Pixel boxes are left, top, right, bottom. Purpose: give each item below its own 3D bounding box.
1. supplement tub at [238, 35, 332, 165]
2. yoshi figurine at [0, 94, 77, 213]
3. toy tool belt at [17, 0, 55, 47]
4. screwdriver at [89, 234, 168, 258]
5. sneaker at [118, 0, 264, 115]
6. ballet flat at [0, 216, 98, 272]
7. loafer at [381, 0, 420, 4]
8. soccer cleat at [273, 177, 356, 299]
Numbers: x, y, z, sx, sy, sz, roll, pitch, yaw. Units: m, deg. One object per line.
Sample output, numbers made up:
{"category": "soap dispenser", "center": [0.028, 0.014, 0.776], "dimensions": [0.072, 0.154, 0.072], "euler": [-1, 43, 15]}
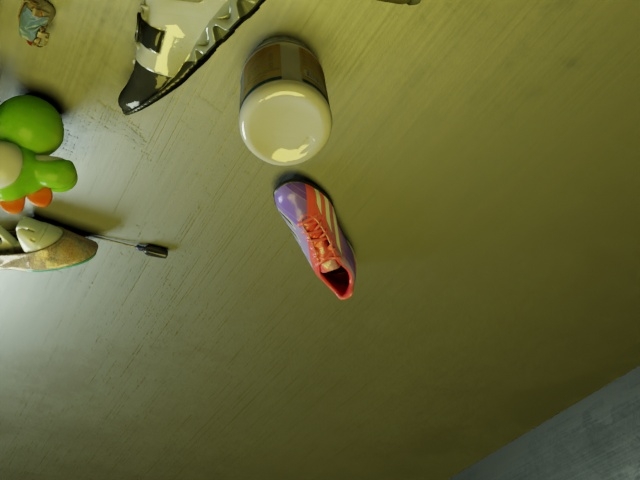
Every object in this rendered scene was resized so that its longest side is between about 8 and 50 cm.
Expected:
{"category": "supplement tub", "center": [-0.059, -0.233, 0.881], "dimensions": [0.144, 0.200, 0.144], "euler": [-3, 133, -3]}
{"category": "yoshi figurine", "center": [-0.592, -0.177, 0.893], "dimensions": [0.361, 0.204, 0.203], "euler": [8, 117, -23]}
{"category": "toy tool belt", "center": [-0.448, -0.333, 0.841], "dimensions": [0.052, 0.051, 0.083], "euler": [20, 128, -24]}
{"category": "screwdriver", "center": [-0.422, 0.009, 1.197], "dimensions": [0.169, 0.025, 0.024], "euler": [19, 130, -12]}
{"category": "sneaker", "center": [-0.231, -0.334, 0.840], "dimensions": [0.330, 0.122, 0.146], "euler": [-35, 110, 25]}
{"category": "ballet flat", "center": [-0.628, 0.008, 1.111], "dimensions": [0.315, 0.108, 0.106], "euler": [-7, 127, -2]}
{"category": "loafer", "center": [0.099, -0.452, 0.765], "dimensions": [0.087, 0.094, 0.251], "euler": [-14, 134, 0]}
{"category": "soccer cleat", "center": [0.000, 0.000, 1.166], "dimensions": [0.108, 0.117, 0.318], "euler": [-21, 132, 13]}
